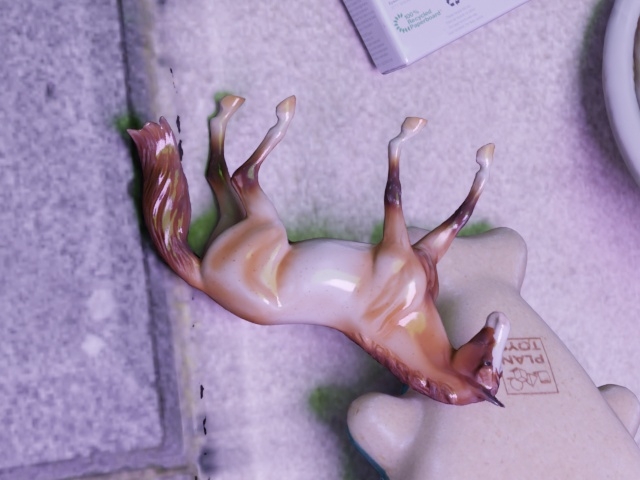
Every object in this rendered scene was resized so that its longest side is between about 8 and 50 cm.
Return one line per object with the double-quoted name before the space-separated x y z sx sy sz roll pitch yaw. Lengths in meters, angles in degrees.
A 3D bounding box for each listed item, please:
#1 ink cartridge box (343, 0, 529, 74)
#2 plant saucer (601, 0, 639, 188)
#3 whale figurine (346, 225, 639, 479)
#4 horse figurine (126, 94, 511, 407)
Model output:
"ink cartridge box" 0.083 -0.258 1.310 0.223 0.045 0.224 -29 98 -28
"plant saucer" 0.396 -0.086 1.376 0.400 0.100 0.400 1 59 -2
"whale figurine" 0.107 0.124 1.260 0.216 0.141 0.272 -2 62 -25
"horse figurine" 0.000 0.000 1.202 0.263 0.066 0.174 11 80 0
